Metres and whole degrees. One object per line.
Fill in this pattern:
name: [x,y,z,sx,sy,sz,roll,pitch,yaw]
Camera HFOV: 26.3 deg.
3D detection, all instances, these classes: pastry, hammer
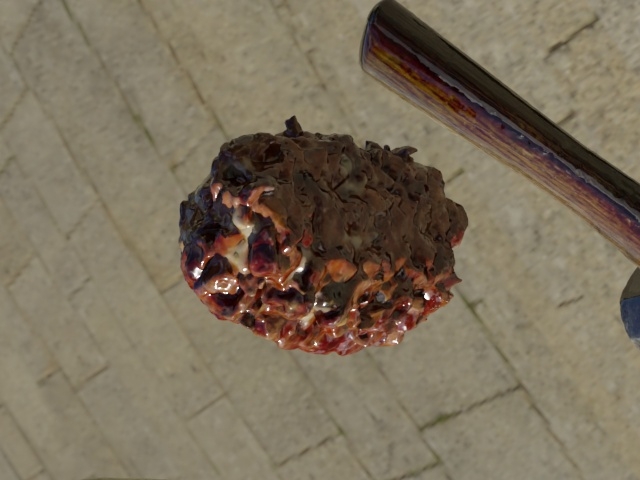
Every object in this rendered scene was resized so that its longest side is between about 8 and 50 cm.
pastry: [0.001,0.002,0.742,0.097,0.208,0.115,-28,73,30]
hammer: [0.191,-0.036,1.000,0.408,0.095,0.242,32,162,-10]

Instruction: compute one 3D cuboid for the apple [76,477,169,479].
apple: [-0.126,0.287,0.867,0.279,0.279,0.279,30,137,33]
